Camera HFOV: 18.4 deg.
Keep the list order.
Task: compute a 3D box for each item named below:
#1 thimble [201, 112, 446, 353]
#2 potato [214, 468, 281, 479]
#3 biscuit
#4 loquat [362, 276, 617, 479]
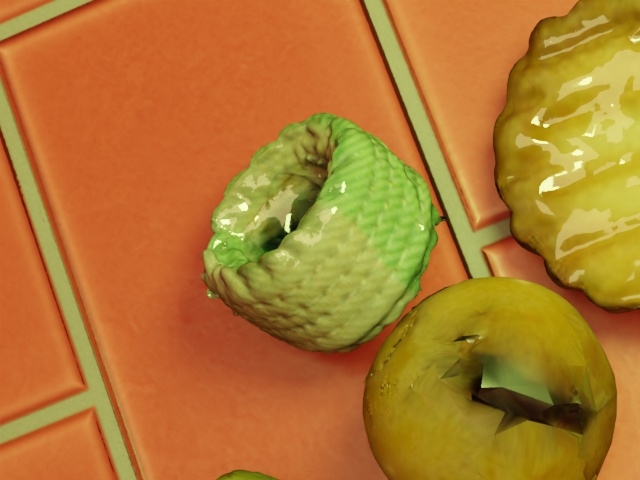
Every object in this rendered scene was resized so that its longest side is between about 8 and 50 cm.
[{"bbox_3d":[0.000,0.000,1.859,0.150,0.219,0.219,38,90,-28],"label":"thimble"},{"bbox_3d":[-0.016,0.374,1.760,0.213,0.280,0.330,4,80,15],"label":"potato"},{"bbox_3d":[0.321,-0.086,1.847,0.326,0.107,0.325,-5,77,22],"label":"biscuit"},{"bbox_3d":[0.152,0.149,1.786,0.235,0.235,0.235,-2,80,12],"label":"loquat"}]
